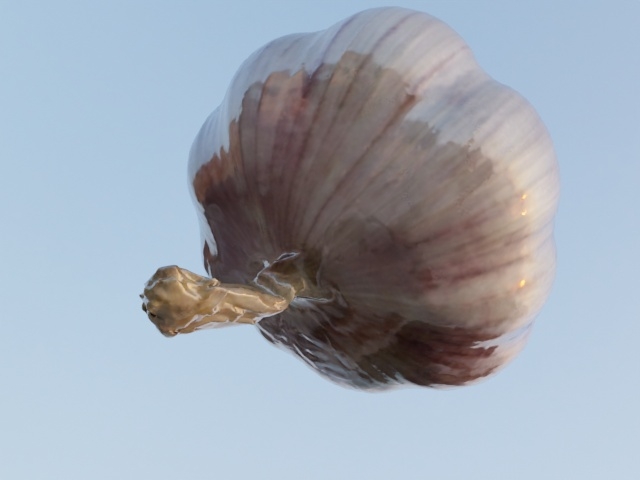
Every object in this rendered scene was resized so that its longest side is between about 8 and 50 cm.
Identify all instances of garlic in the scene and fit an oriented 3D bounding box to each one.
[{"bbox_3d":[0.000,0.000,0.545,0.245,0.253,0.245,18,-59,32],"label":"garlic"}]
